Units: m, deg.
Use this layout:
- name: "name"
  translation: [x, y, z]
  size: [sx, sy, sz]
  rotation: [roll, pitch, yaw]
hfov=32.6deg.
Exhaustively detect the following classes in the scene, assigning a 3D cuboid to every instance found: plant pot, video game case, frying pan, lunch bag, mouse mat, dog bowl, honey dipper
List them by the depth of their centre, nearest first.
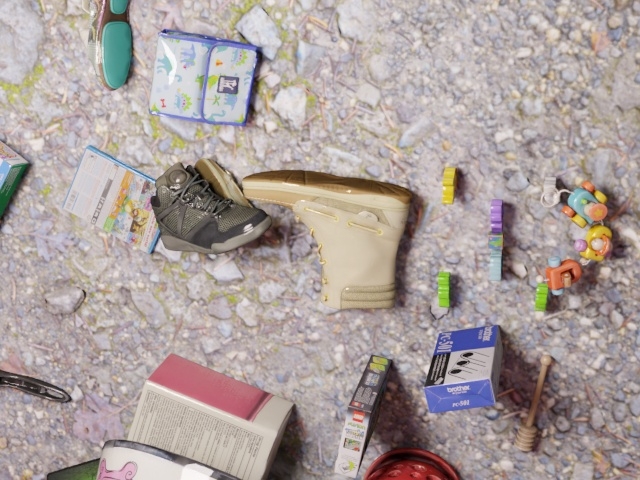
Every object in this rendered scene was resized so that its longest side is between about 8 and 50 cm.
- name: "lunch bag"
  translation: [-0.177, -0.245, 1.659]
  size: [0.151, 0.096, 0.128]
  rotation: [9, 106, -5]
- name: "dog bowl"
  translation: [-0.182, 0.464, 1.703]
  size: [0.408, 0.408, 0.150]
  rotation: [22, 67, 6]
- name: "honey dipper"
  translation: [0.338, 0.254, 1.721]
  size: [0.031, 0.030, 0.160]
  rotation: [13, 107, 8]
- name: "plant pot"
  translation: [0.142, 0.439, 1.742]
  size: [0.191, 0.174, 0.191]
  rotation: [3, 106, 12]
- name: "video game case"
  translation: [-0.327, -0.066, 1.782]
  size: [0.166, 0.015, 0.119]
  rotation: [28, 109, 4]
- name: "frying pan"
  translation: [-0.621, 0.246, 1.926]
  size: [0.326, 0.053, 0.197]
  rotation: [40, 111, 2]
- name: "mouse mat"
  translation: [-0.386, 0.461, 1.956]
  size: [0.190, 0.007, 0.152]
  rotation: [-19, 101, 16]

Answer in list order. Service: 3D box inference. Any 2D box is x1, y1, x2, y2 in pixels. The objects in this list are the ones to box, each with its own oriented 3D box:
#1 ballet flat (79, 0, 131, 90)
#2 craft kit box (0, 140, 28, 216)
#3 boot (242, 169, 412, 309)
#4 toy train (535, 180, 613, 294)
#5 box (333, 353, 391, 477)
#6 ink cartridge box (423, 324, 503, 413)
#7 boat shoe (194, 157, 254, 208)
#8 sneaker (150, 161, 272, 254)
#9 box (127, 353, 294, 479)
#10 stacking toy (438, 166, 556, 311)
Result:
- name: "ballet flat"
  translation: [-0.333, -0.343, 1.678]
  size: [0.079, 0.077, 0.221]
  rotation: [11, 104, 28]
- name: "craft kit box"
  translation: [-0.635, -0.095, 1.801]
  size: [0.247, 0.061, 0.249]
  rotation: [36, 110, 8]
- name: "boot"
  translation: [0.000, 0.000, 1.690]
  size: [0.262, 0.095, 0.203]
  rotation: [8, 109, 6]
- name: "toy train"
  translation: [0.375, -0.001, 1.595]
  size: [0.125, 0.046, 0.166]
  rotation: [-15, 113, -17]
- name: "box"
  translation: [0.067, 0.267, 1.690]
  size: [0.036, 0.207, 0.114]
  rotation: [14, 109, 8]
- name: "ink cartridge box"
  translation: [0.217, 0.188, 1.633]
  size: [0.097, 0.207, 0.046]
  rotation: [-10, 104, 15]
- name: "boat shoe"
  translation: [-0.142, -0.068, 1.729]
  size: [0.153, 0.048, 0.056]
  rotation: [52, 135, 1]
- name: "sneaker"
  translation: [-0.179, -0.050, 1.672]
  size: [0.228, 0.087, 0.130]
  rotation: [3, 124, 44]
- name: "box"
  translation: [-0.182, 0.309, 1.801]
  size: [0.232, 0.127, 0.148]
  rotation: [22, 109, 5]
- name: "stacking toy"
  translation: [0.266, 0.001, 1.655]
  size: [0.167, 0.052, 0.221]
  rotation: [4, 109, 13]
